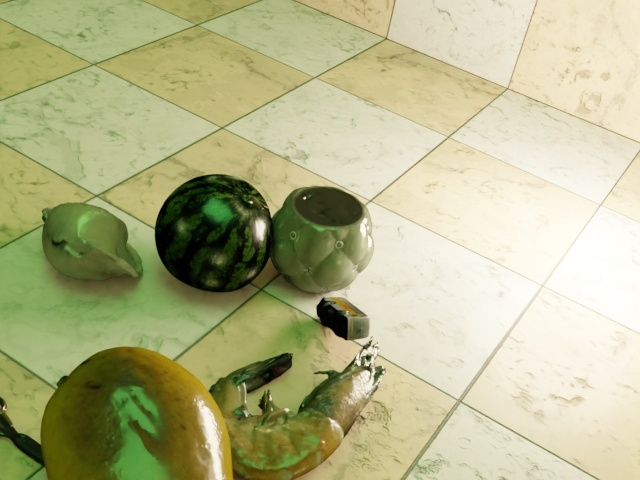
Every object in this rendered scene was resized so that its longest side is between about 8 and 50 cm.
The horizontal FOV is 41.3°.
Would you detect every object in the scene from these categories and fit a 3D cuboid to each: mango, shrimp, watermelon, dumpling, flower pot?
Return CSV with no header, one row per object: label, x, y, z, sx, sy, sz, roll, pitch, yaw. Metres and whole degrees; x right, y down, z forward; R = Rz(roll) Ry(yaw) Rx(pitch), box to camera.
mango,-0.269,0.365,1.346,0.301,0.221,0.445,-12,52,-38
shrimp,-0.038,0.293,1.623,0.272,0.085,0.445,28,41,29
watermelon,-0.229,-0.019,1.840,0.268,0.269,0.269,8,36,-6
dumpling,-0.483,-0.003,1.835,0.226,0.175,0.243,20,39,-43
flower pot,0.000,0.000,1.918,0.245,0.195,0.246,7,38,-6

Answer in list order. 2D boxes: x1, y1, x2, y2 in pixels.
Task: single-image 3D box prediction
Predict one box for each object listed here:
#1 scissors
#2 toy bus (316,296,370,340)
scissors,-0.521,0.341,1.461,0.220,0.017,0.088,28,38,19
toy bus,0.048,0.162,1.779,0.072,0.058,0.172,-2,12,-19
